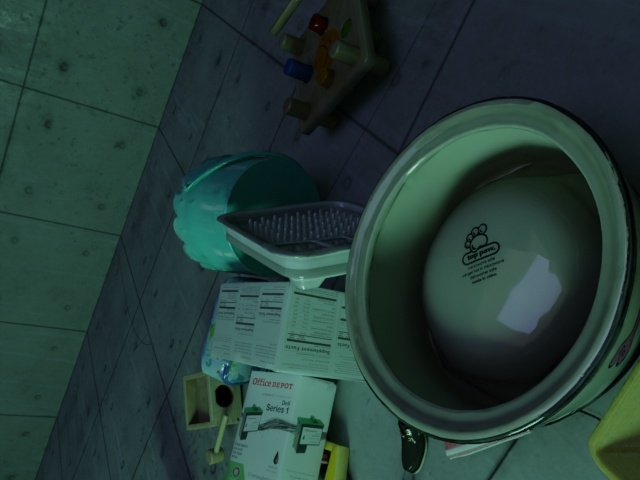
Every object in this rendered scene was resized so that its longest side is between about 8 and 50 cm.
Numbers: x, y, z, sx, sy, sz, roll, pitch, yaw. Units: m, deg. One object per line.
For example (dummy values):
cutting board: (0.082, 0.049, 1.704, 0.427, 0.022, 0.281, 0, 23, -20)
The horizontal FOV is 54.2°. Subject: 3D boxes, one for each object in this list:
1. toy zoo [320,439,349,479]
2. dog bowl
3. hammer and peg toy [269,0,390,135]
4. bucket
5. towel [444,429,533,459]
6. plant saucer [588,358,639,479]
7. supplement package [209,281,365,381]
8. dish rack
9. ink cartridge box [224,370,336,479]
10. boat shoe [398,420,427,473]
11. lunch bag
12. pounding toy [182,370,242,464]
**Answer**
toy zoo: (-0.046, 0.448, 1.138, 0.293, 0.030, 0.192, -4, 66, 51)
dog bowl: (0.218, 0.042, 0.776, 0.408, 0.150, 0.408, -25, 57, 46)
hammer and peg toy: (0.014, -0.430, 1.325, 0.266, 0.127, 0.361, -40, 47, 47)
bucket: (-0.143, -0.053, 1.304, 0.183, 0.281, 0.281, 7, 84, 49)
towel: (0.214, 0.190, 0.875, 0.144, 0.029, 0.197, -39, 48, 42)
plant saucer: (0.433, 0.152, 0.492, 0.333, 0.081, 0.333, 47, 119, 53)
supplement package: (-0.046, 0.161, 1.124, 0.261, 0.204, 0.145, -6, 73, 57)
dish rack: (0.000, 0.000, 1.069, 0.333, 0.285, 0.072, 26, 121, 58)
ink cartridge box: (-0.073, 0.351, 1.124, 0.160, 0.092, 0.220, -10, 61, 48)
boat shoe: (0.136, 0.284, 0.949, 0.049, 0.042, 0.133, -4, 77, 55)
lunch bag: (-0.150, 0.187, 1.314, 0.090, 0.176, 0.219, 15, 90, 30)
pounding toy: (-0.227, 0.401, 1.439, 0.181, 0.094, 0.206, -25, 68, 46)
